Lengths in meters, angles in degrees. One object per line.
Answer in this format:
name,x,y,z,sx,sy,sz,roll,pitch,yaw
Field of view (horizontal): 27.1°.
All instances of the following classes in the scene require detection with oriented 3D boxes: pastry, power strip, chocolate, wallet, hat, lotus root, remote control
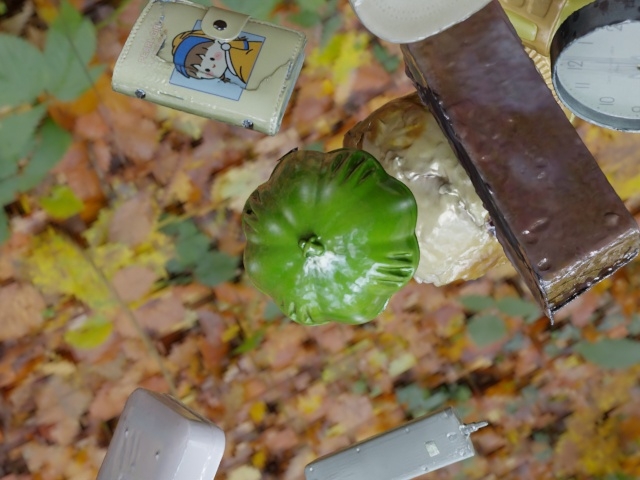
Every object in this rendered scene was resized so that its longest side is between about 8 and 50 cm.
pastry,0.167,-0.092,1.509,0.256,0.237,0.170,-13,152,-33
power strip,0.086,0.244,1.505,0.252,0.060,0.027,-27,178,30
chocolate,0.186,-0.089,1.250,0.112,0.321,0.112,-27,160,2
wallet,-0.097,-0.161,1.189,0.039,0.155,0.110,95,12,-61
hat,0.089,-0.225,0.851,0.173,0.144,0.166,-5,156,-14
lotus root,0.000,0.000,1.228,0.186,0.186,0.186,-27,164,-8
remote control,-0.132,0.218,0.815,0.034,0.250,0.103,23,177,-30

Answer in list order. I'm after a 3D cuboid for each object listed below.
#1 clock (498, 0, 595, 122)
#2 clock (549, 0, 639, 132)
clock,0.277,-0.267,1.888,0.200,0.244,0.317,-41,152,-48
clock,0.368,-0.198,1.511,0.214,0.042,0.215,8,151,4
